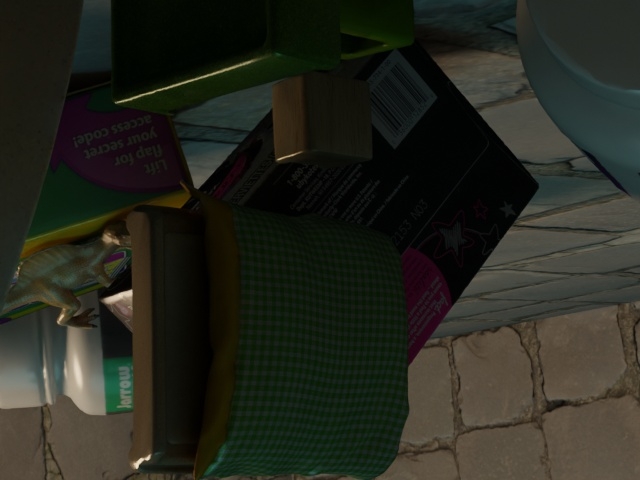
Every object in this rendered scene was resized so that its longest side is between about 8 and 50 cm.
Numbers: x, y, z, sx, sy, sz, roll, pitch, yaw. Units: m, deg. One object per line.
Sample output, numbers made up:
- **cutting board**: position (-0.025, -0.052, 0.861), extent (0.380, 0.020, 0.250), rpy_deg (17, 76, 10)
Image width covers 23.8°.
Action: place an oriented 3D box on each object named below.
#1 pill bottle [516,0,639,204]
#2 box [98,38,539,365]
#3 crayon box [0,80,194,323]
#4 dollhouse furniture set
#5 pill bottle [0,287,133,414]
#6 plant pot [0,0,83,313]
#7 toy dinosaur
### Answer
- **pill bottle**: position (0.200, -0.108, 0.820), extent (0.169, 0.169, 0.301), rpy_deg (-9, 171, 18)
- **box**: position (0.000, 0.000, 1.037), extent (0.247, 0.163, 0.142), rpy_deg (-51, -164, -30)
- **crayon box**: position (-0.291, 0.002, 1.188), extent (0.363, 0.106, 0.313), rpy_deg (-18, 172, -10)
- **dollhouse furniture set**: position (0.006, -0.018, 0.837), extent (0.197, 0.301, 0.151), rpy_deg (6, 168, -41)
- **pill bottle**: position (-0.175, 0.084, 1.662), extent (0.361, 0.204, 0.204), rpy_deg (-5, 171, -8)
- **plant pot**: position (-0.240, -0.055, 0.663), extent (0.191, 0.284, 0.284), rpy_deg (17, 163, -22)
- **toy dinosaur**: position (-0.191, 0.029, 1.101), extent (0.183, 0.053, 0.092), rpy_deg (-30, 154, 13)
